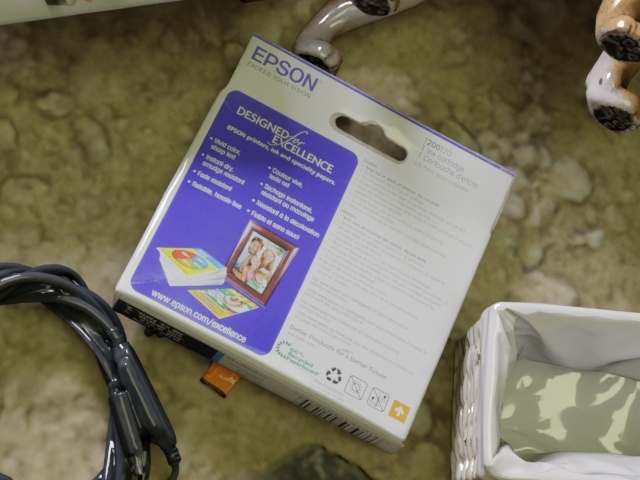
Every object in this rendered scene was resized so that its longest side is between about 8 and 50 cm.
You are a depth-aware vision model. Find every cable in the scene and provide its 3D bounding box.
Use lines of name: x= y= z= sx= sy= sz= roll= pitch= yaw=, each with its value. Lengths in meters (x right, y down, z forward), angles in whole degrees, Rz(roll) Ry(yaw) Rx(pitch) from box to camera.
cable: x=-0.180 y=0.100 z=0.962 sx=0.151 sy=0.047 sz=0.184 roll=-27 pitch=87 yaw=-12

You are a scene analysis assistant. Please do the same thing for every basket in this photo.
basket: x=0.169 y=0.108 z=1.005 sx=0.167 sy=0.103 sz=0.113 roll=7 pitch=75 yaw=-12

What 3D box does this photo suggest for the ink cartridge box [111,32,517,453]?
ink cartridge box: x=0.000 y=0.000 z=1.018 sx=0.206 sy=0.045 sz=0.208 roll=28 pitch=66 yaw=-6

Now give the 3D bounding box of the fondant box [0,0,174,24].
fondant box: x=-0.203 y=-0.252 z=0.930 sx=0.330 sy=0.096 sz=0.238 roll=-8 pitch=110 yaw=-4

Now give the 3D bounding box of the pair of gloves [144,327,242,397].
pair of gloves: x=-0.068 y=0.051 z=1.012 sx=0.083 sy=0.010 sz=0.074 roll=40 pitch=72 yaw=0

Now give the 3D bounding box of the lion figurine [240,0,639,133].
lion figurine: x=0.150 y=-0.203 z=1.008 sx=0.392 sy=0.142 sz=0.240 roll=17 pitch=63 yaw=21
